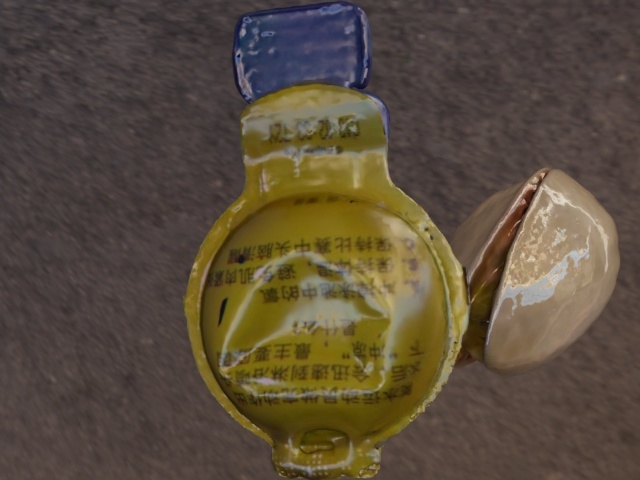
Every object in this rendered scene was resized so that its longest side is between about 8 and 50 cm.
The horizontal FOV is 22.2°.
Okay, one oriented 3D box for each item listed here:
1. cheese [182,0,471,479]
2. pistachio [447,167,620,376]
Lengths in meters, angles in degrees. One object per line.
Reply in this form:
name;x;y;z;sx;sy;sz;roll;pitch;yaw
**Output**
cheese;0.000;0.000;0.858;0.156;0.064;0.250;-3;90;15
pistachio;0.225;0.042;1.840;0.318;0.193;0.214;-46;142;-52
